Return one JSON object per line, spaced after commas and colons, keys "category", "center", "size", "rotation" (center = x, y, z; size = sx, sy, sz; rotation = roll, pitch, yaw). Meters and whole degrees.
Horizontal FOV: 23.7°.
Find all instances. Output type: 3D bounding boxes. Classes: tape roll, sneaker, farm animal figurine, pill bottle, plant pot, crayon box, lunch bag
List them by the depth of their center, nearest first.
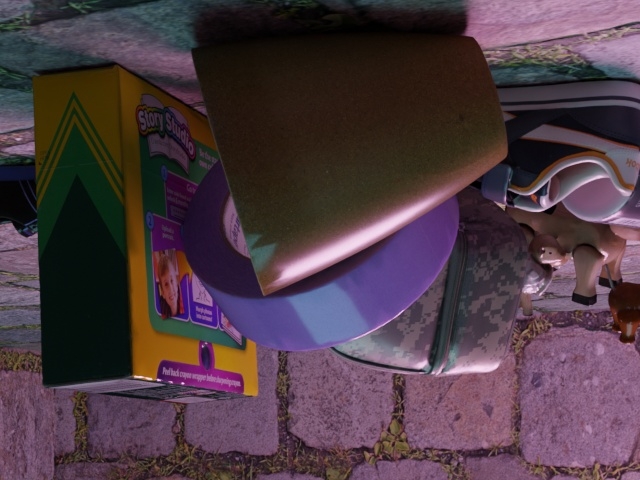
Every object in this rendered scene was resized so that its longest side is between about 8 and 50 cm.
{"category": "plant pot", "center": [0.035, -0.096, 1.407], "size": [0.254, 0.237, 0.237], "rotation": [-16, 171, -2]}
{"category": "tape roll", "center": [-0.001, -0.021, 1.565], "size": [0.275, 0.274, 0.090], "rotation": [-6, 136, 26]}
{"category": "crayon box", "center": [-0.180, 0.009, 1.640], "size": [0.106, 0.313, 0.363], "rotation": [-8, 169, 16]}
{"category": "sneaker", "center": [0.189, -0.097, 1.651], "size": [0.321, 0.127, 0.126], "rotation": [-3, 172, 18]}
{"category": "pill bottle", "center": [0.401, -0.076, 1.792], "size": [0.246, 0.130, 0.130], "rotation": [5, 169, -39]}
{"category": "lunch bag", "center": [0.074, 0.026, 1.848], "size": [0.256, 0.212, 0.305], "rotation": [-2, -154, -20]}
{"category": "sneaker", "center": [-0.336, -0.051, 1.945], "size": [0.232, 0.090, 0.081], "rotation": [-4, 171, 15]}
{"category": "farm animal figurine", "center": [0.385, -0.015, 1.983], "size": [0.327, 0.172, 0.330], "rotation": [8, -156, 21]}
